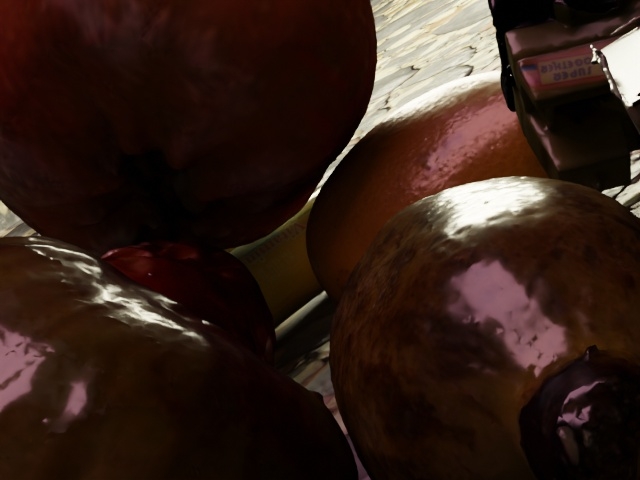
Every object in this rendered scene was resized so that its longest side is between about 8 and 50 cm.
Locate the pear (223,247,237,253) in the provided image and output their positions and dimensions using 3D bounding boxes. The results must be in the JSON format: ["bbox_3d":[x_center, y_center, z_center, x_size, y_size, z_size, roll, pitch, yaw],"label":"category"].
[{"bbox_3d":[-0.112,-0.009,1.135,0.178,0.178,0.178,-31,13,8],"label":"pear"}]

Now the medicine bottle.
[{"bbox_3d":[0.000,0.000,1.039,0.218,0.074,0.074,-36,14,-24],"label":"medicine bottle"}]

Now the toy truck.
[{"bbox_3d":[0.224,-0.117,0.770,0.257,0.127,0.127,-17,57,2],"label":"toy truck"}]

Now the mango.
[{"bbox_3d":[0.082,-0.035,0.899,0.217,0.102,0.141,-29,20,24],"label":"mango"}]

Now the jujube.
[{"bbox_3d":[-0.098,0.075,0.843,0.155,0.155,0.230,-29,4,17],"label":"jujube"}]

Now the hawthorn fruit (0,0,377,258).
[{"bbox_3d":[-0.102,-0.120,0.951,0.284,0.284,0.284,-31,13,8],"label":"hawthorn fruit"}]

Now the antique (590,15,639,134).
[{"bbox_3d":[0.200,-0.042,0.550,0.147,0.152,0.148,-29,12,14],"label":"antique"}]

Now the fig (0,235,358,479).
[{"bbox_3d":[-0.132,0.162,0.554,0.320,0.217,0.217,-57,20,-16],"label":"fig"}]

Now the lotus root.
[{"bbox_3d":[0.075,0.047,0.573,0.145,0.128,0.260,-47,8,1],"label":"lotus root"}]
